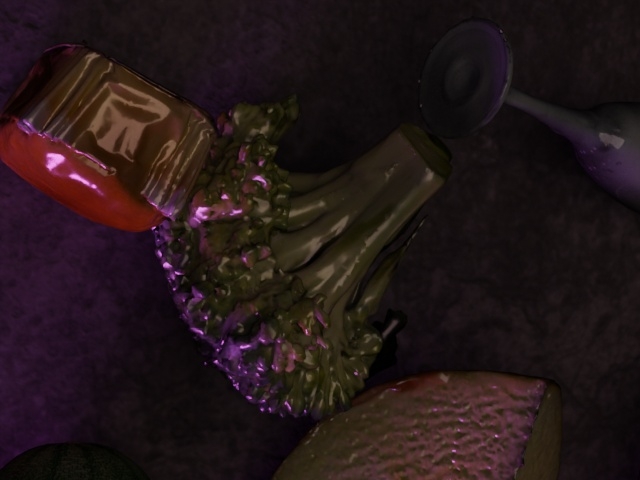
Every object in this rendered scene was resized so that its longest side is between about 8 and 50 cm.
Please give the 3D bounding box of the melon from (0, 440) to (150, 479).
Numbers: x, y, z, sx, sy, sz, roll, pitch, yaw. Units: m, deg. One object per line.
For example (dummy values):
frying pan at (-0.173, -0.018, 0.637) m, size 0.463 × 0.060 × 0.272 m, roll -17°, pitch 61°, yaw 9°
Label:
melon at (-0.206, 0.299, 1.549) m, size 0.182 × 0.182 × 0.287 m, roll 11°, pitch 90°, yaw -16°

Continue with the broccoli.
broccoli at (0.000, 0.000, 1.563) m, size 0.243 × 0.263 × 0.247 m, roll -38°, pitch 126°, yaw 18°

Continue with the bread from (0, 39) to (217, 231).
bread at (-0.168, -0.076, 1.502) m, size 0.136 × 0.241 × 0.107 m, roll 32°, pitch 84°, yaw -15°

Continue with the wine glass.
wine glass at (0.202, -0.157, 1.673) m, size 0.309 × 0.096 × 0.264 m, roll 18°, pitch 45°, yaw -40°

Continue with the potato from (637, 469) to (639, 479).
potato at (0.440, 0.199, 1.635) m, size 0.397 × 0.296 × 0.290 m, roll -42°, pitch 87°, yaw -6°

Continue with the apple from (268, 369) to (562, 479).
apple at (0.081, 0.260, 1.628) m, size 0.254 × 0.179 × 0.346 m, roll 19°, pitch 88°, yaw -28°
